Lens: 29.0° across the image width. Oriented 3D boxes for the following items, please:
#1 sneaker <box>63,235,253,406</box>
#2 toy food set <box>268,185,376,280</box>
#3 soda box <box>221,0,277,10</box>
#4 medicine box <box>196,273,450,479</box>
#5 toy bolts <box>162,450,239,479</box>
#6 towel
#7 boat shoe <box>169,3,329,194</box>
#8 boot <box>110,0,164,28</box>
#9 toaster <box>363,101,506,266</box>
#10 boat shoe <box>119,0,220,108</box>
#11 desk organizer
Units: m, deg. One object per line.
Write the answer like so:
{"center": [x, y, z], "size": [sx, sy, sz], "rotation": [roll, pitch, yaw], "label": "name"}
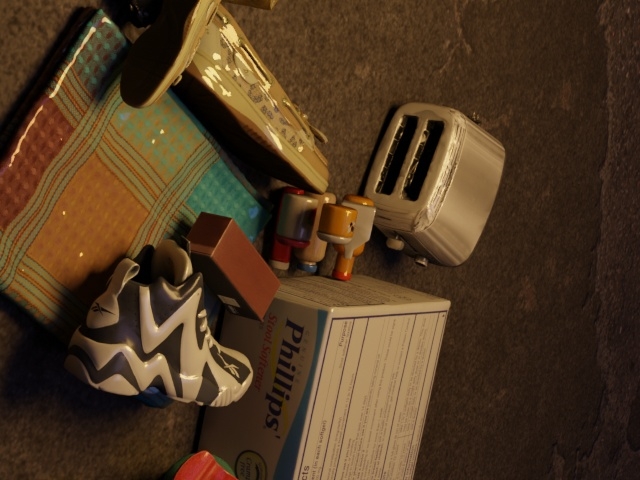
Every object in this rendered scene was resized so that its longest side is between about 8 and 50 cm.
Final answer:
{"center": [-0.134, 0.074, 1.227], "size": [0.235, 0.094, 0.153], "rotation": [15, 99, -45], "label": "sneaker"}
{"center": [0.000, 0.000, 1.435], "size": [0.232, 0.111, 0.104], "rotation": [-61, 163, -83], "label": "toy food set"}
{"center": [-0.066, -0.320, 1.217], "size": [0.058, 0.061, 0.181], "rotation": [-64, 162, -44], "label": "soda box"}
{"center": [0.006, 0.185, 1.502], "size": [0.289, 0.149, 0.263], "rotation": [2, 102, -56], "label": "medicine box"}
{"center": [-0.193, 0.309, 1.324], "size": [0.218, 0.158, 0.228], "rotation": [45, 71, -9], "label": "toy bolts"}
{"center": [-0.190, -0.016, 1.230], "size": [0.271, 0.040, 0.370], "rotation": [-63, 145, -18], "label": "towel"}
{"center": [-0.061, -0.140, 1.306], "size": [0.089, 0.104, 0.285], "rotation": [-62, 144, -13], "label": "boat shoe"}
{"center": [-0.155, -0.267, 1.169], "size": [0.121, 0.045, 0.099], "rotation": [-47, 136, -24], "label": "boot"}
{"center": [0.151, -0.084, 1.622], "size": [0.146, 0.129, 0.227], "rotation": [31, 79, -54], "label": "toaster"}
{"center": [-0.136, -0.186, 1.163], "size": [0.153, 0.056, 0.048], "rotation": [-68, 152, -12], "label": "boat shoe"}
{"center": [-0.094, 0.028, 1.311], "size": [0.050, 0.047, 0.130], "rotation": [-62, 144, -23], "label": "desk organizer"}
